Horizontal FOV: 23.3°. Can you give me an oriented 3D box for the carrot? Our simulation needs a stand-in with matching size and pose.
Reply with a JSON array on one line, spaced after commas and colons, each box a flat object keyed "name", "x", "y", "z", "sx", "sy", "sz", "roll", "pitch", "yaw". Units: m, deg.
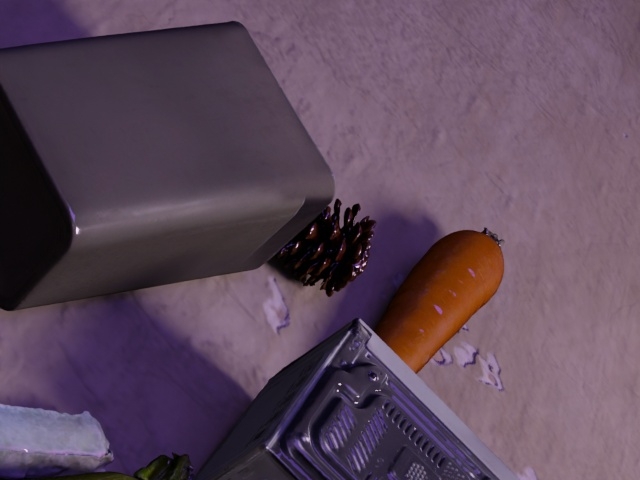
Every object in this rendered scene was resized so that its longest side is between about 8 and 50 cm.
[{"name": "carrot", "x": 0.075, "y": 0.068, "z": 1.229, "sx": 0.069, "sy": 0.069, "sz": 0.336, "roll": 49, "pitch": 39, "yaw": -2}]

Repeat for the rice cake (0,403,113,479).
[{"name": "rice cake", "x": -0.214, "y": 0.115, "z": 0.901, "sx": 0.211, "sy": 0.034, "sz": 0.043, "roll": 12, "pitch": 42, "yaw": -40}]

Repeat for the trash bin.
[{"name": "trash bin", "x": -0.134, "y": -0.056, "z": 1.072, "sx": 0.241, "sy": 0.122, "sz": 0.164, "roll": -11, "pitch": 66, "yaw": -48}]

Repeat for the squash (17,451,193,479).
[{"name": "squash", "x": -0.191, "y": 0.162, "z": 0.851, "sx": 0.319, "sy": 0.071, "sz": 0.080, "roll": 3, "pitch": 70, "yaw": -43}]

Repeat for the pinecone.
[{"name": "pinecone", "x": 0.000, "y": 0.000, "z": 1.200, "sx": 0.083, "sy": 0.077, "sz": 0.077, "roll": 26, "pitch": 42, "yaw": -23}]

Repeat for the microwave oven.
[{"name": "microwave oven", "x": 0.036, "y": 0.183, "z": 1.018, "sx": 0.208, "sy": 0.122, "sz": 0.162, "roll": 45, "pitch": 43, "yaw": -6}]
